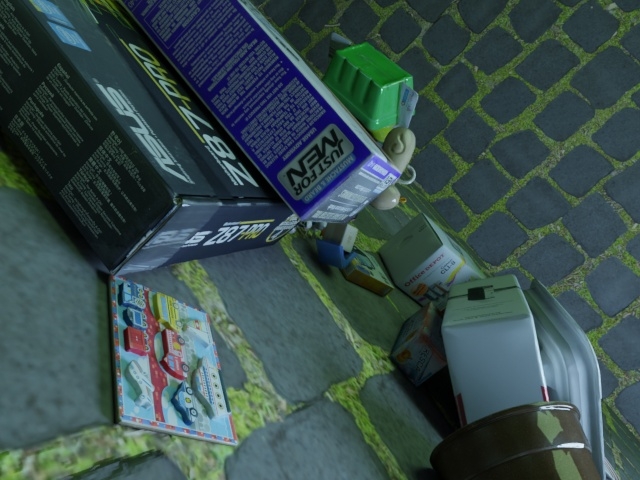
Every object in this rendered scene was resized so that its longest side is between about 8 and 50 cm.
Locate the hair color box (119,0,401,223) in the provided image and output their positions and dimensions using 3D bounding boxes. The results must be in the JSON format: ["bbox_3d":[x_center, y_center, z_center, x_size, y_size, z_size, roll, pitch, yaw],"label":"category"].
[{"bbox_3d":[-0.062,-0.177,0.617,0.338,0.110,0.185,52,14,9],"label":"hair color box"}]

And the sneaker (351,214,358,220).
[{"bbox_3d":[0.044,-0.086,1.084,0.119,0.057,0.047,37,17,-34],"label":"sneaker"}]

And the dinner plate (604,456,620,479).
[{"bbox_3d":[0.680,0.533,1.297,0.141,0.017,0.141,42,18,-17],"label":"dinner plate"}]

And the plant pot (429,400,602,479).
[{"bbox_3d":[0.213,0.272,0.516,0.167,0.167,0.165,33,30,-40],"label":"plant pot"}]

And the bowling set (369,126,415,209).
[{"bbox_3d":[-0.009,-0.095,0.802,0.287,0.154,0.200,17,-20,7],"label":"bowling set"}]

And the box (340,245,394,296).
[{"bbox_3d":[0.073,0.047,0.898,0.136,0.028,0.081,26,26,-47],"label":"box"}]

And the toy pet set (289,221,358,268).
[{"bbox_3d":[0.000,0.000,0.811,0.114,0.065,0.122,16,-4,30],"label":"toy pet set"}]

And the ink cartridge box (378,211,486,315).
[{"bbox_3d":[0.233,0.056,1.097,0.176,0.128,0.127,36,20,-30],"label":"ink cartridge box"}]

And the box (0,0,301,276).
[{"bbox_3d":[-0.203,-0.155,0.555,0.394,0.097,0.318,50,17,9],"label":"box"}]

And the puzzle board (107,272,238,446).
[{"bbox_3d":[-0.108,0.084,0.387,0.096,0.011,0.128,32,23,-41],"label":"puzzle board"}]

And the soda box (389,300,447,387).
[{"bbox_3d":[0.158,0.151,0.802,0.058,0.063,0.183,50,17,5],"label":"soda box"}]

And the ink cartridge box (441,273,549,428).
[{"bbox_3d":[0.257,0.174,0.772,0.273,0.114,0.196,-21,99,-72],"label":"ink cartridge box"}]

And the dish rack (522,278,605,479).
[{"bbox_3d":[0.418,0.266,0.964,0.285,0.073,0.332,-89,165,-69],"label":"dish rack"}]

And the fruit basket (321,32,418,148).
[{"bbox_3d":[0.123,-0.338,1.439,0.327,0.166,0.353,47,-24,28],"label":"fruit basket"}]
